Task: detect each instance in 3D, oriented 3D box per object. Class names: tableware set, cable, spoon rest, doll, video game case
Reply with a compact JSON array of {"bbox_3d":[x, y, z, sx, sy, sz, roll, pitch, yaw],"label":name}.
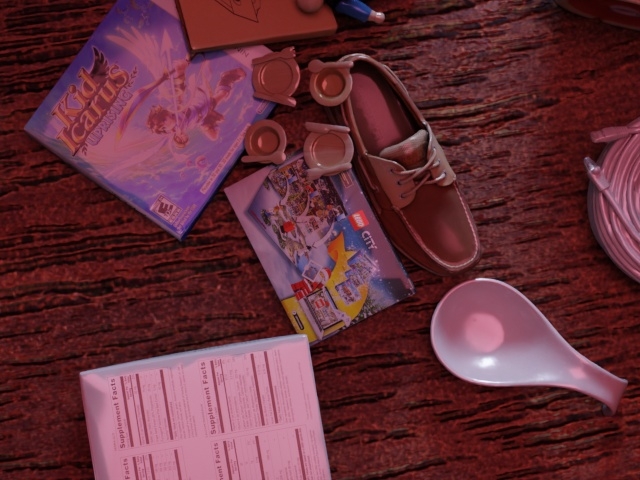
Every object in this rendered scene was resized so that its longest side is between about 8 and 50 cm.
[{"bbox_3d":[-0.025,-0.160,1.498,0.141,0.020,0.168,4,90,14],"label":"tableware set"},{"bbox_3d":[0.482,-0.050,1.580,0.257,0.089,0.257,-17,87,-7],"label":"cable"},{"bbox_3d":[0.274,0.146,1.544,0.276,0.084,0.137,25,83,-3],"label":"spoon rest"},{"bbox_3d":[0.051,-0.338,1.557,0.189,0.046,0.129,-25,84,-26],"label":"doll"},{"bbox_3d":[-0.203,-0.178,1.541,0.244,0.061,0.269,34,83,-1],"label":"video game case"}]

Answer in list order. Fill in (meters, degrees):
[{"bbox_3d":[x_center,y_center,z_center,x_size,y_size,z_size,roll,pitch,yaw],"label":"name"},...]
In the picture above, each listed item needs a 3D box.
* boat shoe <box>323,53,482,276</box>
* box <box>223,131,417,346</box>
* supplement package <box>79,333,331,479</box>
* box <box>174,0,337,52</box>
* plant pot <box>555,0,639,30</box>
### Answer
[{"bbox_3d":[0.103,-0.096,1.533,0.123,0.116,0.324,-33,88,-7],"label":"boat shoe"},{"bbox_3d":[0.000,0.000,1.531,0.159,0.044,0.233,-27,88,8],"label":"box"},{"bbox_3d":[-0.136,0.230,1.438,0.263,0.199,0.198,-9,86,-6],"label":"supplement package"},{"bbox_3d":[-0.092,-0.328,1.545,0.201,0.021,0.164,-11,73,-21],"label":"box"},{"bbox_3d":[0.424,-0.407,1.537,0.275,0.275,0.243,14,94,-4],"label":"plant pot"}]
